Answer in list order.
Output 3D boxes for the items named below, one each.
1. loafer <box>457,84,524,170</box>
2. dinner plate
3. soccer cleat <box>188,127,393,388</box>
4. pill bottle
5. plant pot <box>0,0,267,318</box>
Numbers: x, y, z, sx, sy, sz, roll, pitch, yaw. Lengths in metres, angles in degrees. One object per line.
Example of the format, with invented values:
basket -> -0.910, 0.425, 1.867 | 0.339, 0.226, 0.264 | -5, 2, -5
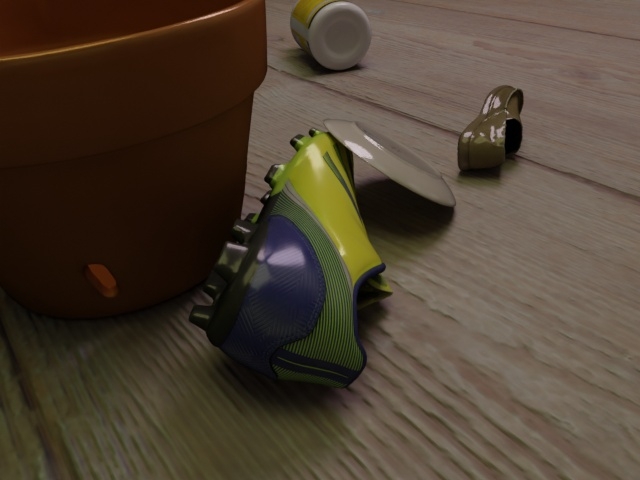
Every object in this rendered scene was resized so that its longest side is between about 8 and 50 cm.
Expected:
loafer -> 0.190, -0.116, 0.608 | 0.050, 0.056, 0.148 | 16, 48, 28
dinner plate -> 0.066, -0.076, 0.520 | 0.141, 0.017, 0.141 | 28, 19, -10
soccer cleat -> -0.001, 0.001, 0.440 | 0.121, 0.093, 0.289 | 28, 30, -5
pill bottle -> 0.008, -0.354, 0.956 | 0.103, 0.103, 0.184 | -12, 34, -12
plant pot -> -0.178, -0.078, 0.453 | 0.290, 0.203, 0.291 | -3, 32, 2
